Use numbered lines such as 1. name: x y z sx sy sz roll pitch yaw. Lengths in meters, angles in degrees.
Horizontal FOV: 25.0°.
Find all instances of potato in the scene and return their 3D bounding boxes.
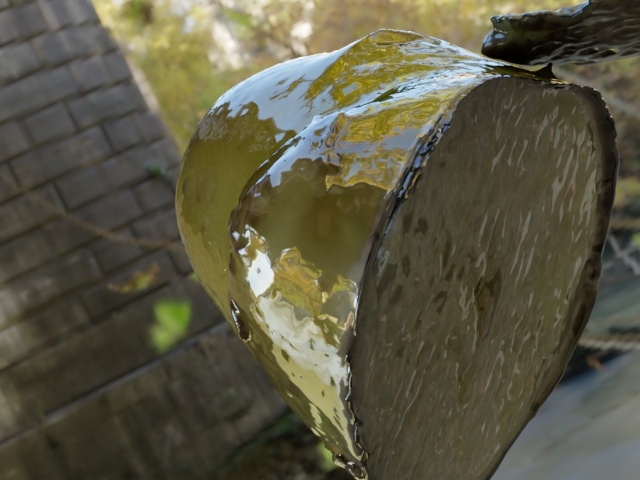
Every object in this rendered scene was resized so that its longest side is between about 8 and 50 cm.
1. potato: 0.000 0.000 0.938 0.296 0.290 0.397 18 18 29

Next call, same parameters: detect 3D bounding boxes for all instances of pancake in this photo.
1. pancake: 0.210 -0.156 0.811 0.286 0.033 0.288 -16 -10 36
